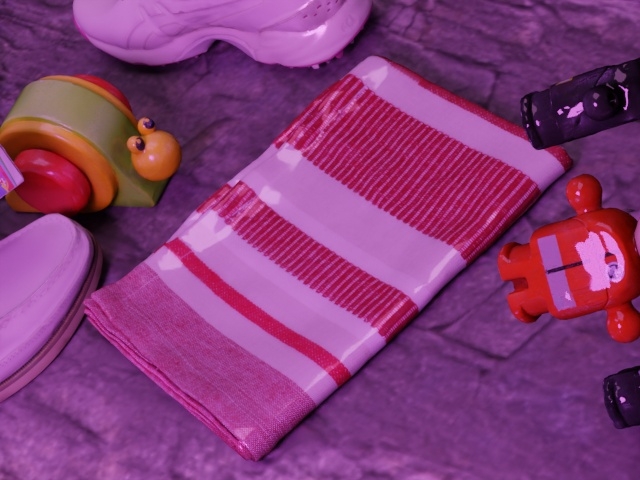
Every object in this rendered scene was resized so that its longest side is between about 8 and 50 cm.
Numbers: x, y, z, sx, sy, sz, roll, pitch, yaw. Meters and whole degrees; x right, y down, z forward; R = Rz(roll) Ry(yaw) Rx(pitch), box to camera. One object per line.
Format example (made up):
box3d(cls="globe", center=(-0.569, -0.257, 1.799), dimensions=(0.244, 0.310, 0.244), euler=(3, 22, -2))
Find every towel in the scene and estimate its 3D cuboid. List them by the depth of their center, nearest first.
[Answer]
box3d(cls="towel", center=(0.000, 0.000, 1.493), dimensions=(0.329, 0.037, 0.237), euler=(-42, 43, -14))

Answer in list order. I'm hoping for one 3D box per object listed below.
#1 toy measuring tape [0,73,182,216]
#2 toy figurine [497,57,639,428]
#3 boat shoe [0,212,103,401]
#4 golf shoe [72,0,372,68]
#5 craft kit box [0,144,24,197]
box3d(cls="toy measuring tape", center=(-0.260, -0.083, 1.670), dimensions=(0.330, 0.121, 0.121), euler=(2, 50, 32))
box3d(cls="toy figurine", center=(0.224, -0.004, 1.231), dimensions=(0.148, 0.209, 0.213), euler=(-18, 41, 32))
box3d(cls="boat shoe", center=(-0.298, 0.078, 1.538), dimensions=(0.302, 0.103, 0.113), euler=(-45, 43, -17))
box3d(cls="golf shoe", center=(-0.103, -0.227, 1.704), dimensions=(0.306, 0.140, 0.115), euler=(3, 52, 34))
box3d(cls="craft kit box", center=(-0.377, 0.024, 1.554), dimensions=(0.250, 0.061, 0.247), euler=(-39, 6, -28))
